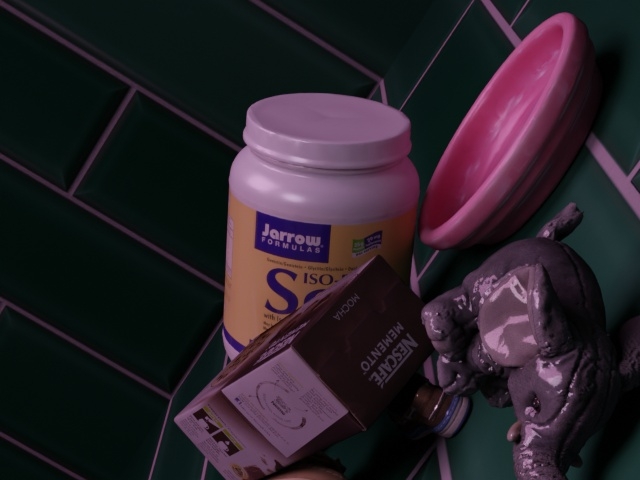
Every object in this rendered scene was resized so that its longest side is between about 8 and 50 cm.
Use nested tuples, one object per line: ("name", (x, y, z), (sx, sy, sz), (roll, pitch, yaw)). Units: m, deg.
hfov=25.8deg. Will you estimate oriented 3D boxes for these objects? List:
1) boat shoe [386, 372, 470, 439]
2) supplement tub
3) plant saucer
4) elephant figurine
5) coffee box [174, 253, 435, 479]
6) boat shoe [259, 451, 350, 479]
("boat shoe", (0.105, 0.174, 1.527), (0.066, 0.066, 0.183), (-61, 9, -15))
("supplement tub", (0.000, 0.000, 1.774), (0.241, 0.241, 0.331), (-80, -6, -67))
("plant saucer", (0.241, -0.121, 1.722), (0.332, 0.084, 0.332), (-57, 9, 14))
("elephant figurine", (0.195, 0.098, 1.125), (0.169, 0.186, 0.239), (-17, 16, -11))
("coffee box", (-0.016, 0.152, 1.546), (0.168, 0.119, 0.297), (-44, 5, -36))
("boat shoe", (-0.030, 0.296, 1.682), (0.110, 0.122, 0.341), (-63, 9, -21))
